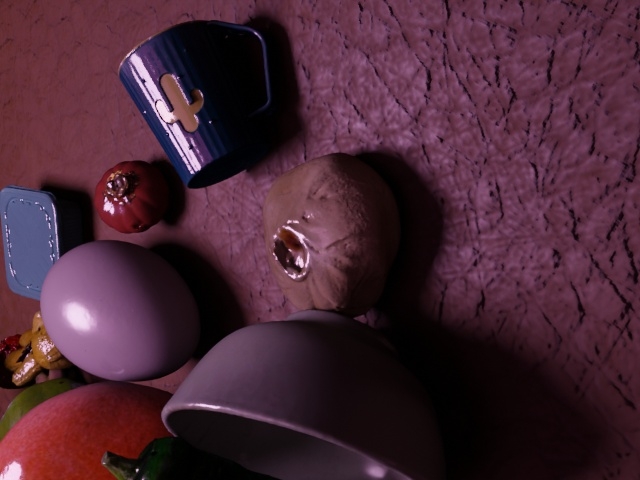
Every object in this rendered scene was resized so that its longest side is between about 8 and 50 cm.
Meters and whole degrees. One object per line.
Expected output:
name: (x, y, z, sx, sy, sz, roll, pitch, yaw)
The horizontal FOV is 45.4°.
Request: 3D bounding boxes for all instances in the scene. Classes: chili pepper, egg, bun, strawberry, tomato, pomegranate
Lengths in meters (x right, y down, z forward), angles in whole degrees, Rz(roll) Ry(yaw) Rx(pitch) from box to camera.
chili pepper: (-0.095, 0.271, 0.773, 0.136, 0.270, 0.099, -32, 37, 62)
egg: (-0.257, 0.093, 0.996, 0.231, 0.176, 0.176, 18, 111, 30)
bun: (0.000, 0.000, 0.795, 0.166, 0.113, 0.173, -31, 76, 41)
strawberry: (-0.513, 0.211, 1.300, 0.106, 0.106, 0.106, 10, 105, 39)
tomato: (-0.243, 0.311, 0.951, 0.341, 0.341, 0.273, 2, 82, 41)
pomegranate: (-0.404, 0.282, 1.179, 0.225, 0.186, 0.187, 54, 132, 50)

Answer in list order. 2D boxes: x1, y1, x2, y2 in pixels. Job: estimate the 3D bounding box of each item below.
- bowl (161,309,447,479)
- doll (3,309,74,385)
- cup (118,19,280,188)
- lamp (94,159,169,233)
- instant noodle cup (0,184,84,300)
bowl: (0.000, 0.162, 0.774, 0.289, 0.289, 0.146, -10, 51, 42)
doll: (-0.429, 0.154, 1.183, 0.209, 0.137, 0.097, -16, 114, 37)
cup: (-0.122, -0.160, 0.874, 0.176, 0.131, 0.155, -28, 85, 15)
lamp: (-0.250, -0.059, 1.017, 0.101, 0.090, 0.101, -2, 75, 9)
instant noodle cup: (-0.428, 0.004, 1.196, 0.157, 0.070, 0.179, 10, 105, 38)
